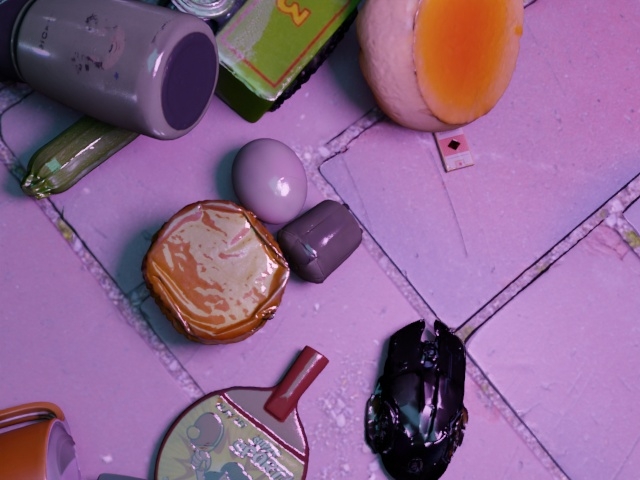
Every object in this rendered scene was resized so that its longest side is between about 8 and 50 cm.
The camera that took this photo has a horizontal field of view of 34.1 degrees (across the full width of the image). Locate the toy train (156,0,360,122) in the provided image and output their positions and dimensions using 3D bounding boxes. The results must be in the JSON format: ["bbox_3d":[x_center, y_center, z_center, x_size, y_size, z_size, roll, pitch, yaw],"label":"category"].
[{"bbox_3d":[-0.084,-0.343,1.497,0.249,0.173,0.307,40,75,-6],"label":"toy train"}]

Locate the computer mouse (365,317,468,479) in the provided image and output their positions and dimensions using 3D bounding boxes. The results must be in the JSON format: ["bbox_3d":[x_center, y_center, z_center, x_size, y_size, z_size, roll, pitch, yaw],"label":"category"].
[{"bbox_3d":[0.144,0.227,1.459,0.146,0.077,0.242,8,77,-10],"label":"computer mouse"}]

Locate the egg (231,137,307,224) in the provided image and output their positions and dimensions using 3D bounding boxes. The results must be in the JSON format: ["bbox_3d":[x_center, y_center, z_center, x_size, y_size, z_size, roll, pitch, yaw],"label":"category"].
[{"bbox_3d":[-0.071,-0.084,1.469,0.103,0.103,0.135,-18,56,-13],"label":"egg"}]

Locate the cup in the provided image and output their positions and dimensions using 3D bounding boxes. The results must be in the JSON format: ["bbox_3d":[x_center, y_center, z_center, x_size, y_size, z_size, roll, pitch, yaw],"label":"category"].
[{"bbox_3d":[-0.422,0.310,1.310,0.264,0.182,0.226,-8,44,-2],"label":"cup"}]

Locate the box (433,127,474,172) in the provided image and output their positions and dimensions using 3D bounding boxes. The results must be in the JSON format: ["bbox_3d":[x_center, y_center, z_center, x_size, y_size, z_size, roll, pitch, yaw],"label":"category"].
[{"bbox_3d":[0.199,-0.148,1.580,0.046,0.012,0.083,-15,81,-13],"label":"box"}]

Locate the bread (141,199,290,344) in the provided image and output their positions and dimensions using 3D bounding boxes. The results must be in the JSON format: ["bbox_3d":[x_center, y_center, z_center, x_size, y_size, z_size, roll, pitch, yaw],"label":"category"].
[{"bbox_3d":[-0.141,0.045,1.429,0.199,0.104,0.199,0,88,0],"label":"bread"}]

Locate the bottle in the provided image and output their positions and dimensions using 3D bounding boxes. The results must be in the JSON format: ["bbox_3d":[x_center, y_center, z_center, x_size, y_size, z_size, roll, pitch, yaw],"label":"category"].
[{"bbox_3d":[-0.314,-0.254,1.394,0.347,0.168,0.168,20,74,23],"label":"bottle"}]

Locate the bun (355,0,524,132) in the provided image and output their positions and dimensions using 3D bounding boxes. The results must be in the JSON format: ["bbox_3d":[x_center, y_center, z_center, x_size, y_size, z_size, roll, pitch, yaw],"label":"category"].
[{"bbox_3d":[0.154,-0.310,1.506,0.164,0.299,0.299,16,70,39],"label":"bun"}]

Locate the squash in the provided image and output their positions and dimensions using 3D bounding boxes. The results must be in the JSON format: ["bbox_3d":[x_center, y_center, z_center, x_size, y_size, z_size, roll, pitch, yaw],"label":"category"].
[{"bbox_3d":[-0.325,-0.134,1.456,0.219,0.077,0.068,-42,130,-19],"label":"squash"}]

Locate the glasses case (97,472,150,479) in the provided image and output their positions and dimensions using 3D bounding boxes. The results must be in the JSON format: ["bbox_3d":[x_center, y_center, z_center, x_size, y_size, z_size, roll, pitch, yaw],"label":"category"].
[{"bbox_3d":[-0.263,0.388,1.329,0.077,0.039,0.184,12,46,-9],"label":"glasses case"}]

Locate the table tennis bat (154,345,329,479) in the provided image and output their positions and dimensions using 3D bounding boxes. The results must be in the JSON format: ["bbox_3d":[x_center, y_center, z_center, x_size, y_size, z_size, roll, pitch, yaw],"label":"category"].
[{"bbox_3d":[-0.096,0.277,1.431,0.200,0.038,0.310,38,78,-1],"label":"table tennis bat"}]

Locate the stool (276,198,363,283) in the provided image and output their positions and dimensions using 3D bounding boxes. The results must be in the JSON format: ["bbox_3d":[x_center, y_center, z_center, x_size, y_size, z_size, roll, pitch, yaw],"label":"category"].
[{"bbox_3d":[0.000,0.000,1.474,0.110,0.096,0.096,-40,87,-18],"label":"stool"}]
